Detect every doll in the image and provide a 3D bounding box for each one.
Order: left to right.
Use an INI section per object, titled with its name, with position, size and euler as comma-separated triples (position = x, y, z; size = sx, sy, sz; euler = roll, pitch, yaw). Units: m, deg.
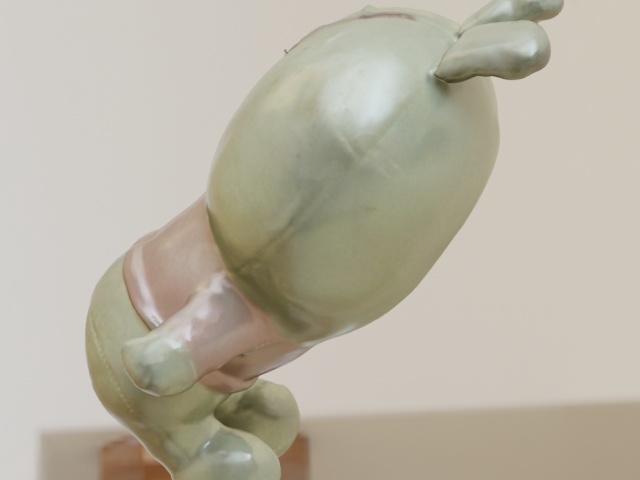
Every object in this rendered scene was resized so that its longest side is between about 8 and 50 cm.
[doll]
position = -0.012, -0.005, 0.661
size = 0.275, 0.113, 0.155
euler = -57, 179, 29
